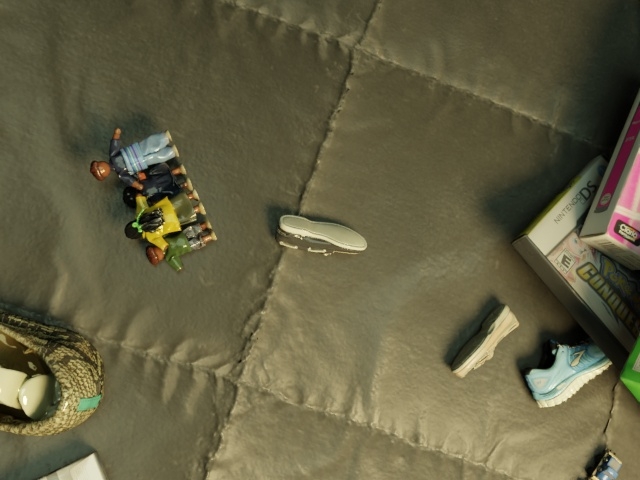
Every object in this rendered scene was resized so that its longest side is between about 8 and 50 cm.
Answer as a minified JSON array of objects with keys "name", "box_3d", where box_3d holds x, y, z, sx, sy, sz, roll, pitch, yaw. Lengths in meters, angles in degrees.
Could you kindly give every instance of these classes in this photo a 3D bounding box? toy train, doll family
[{"name":"toy train","box_3d":[0.358,0.349,0.884,0.027,0.036,0.158,40,74,0]},{"name":"doll family","box_3d":[-0.219,-0.054,0.851,0.111,0.076,0.193,-24,78,-10]}]

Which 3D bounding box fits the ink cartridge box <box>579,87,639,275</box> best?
[{"name":"ink cartridge box","box_3d":[0.509,-0.124,0.918,0.175,0.069,0.371,29,76,-11]}]

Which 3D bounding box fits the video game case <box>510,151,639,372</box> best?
[{"name":"video game case","box_3d":[0.429,0.038,0.932,0.248,0.035,0.275,-38,86,-33]}]

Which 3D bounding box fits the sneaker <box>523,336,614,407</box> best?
[{"name":"sneaker","box_3d":[0.351,0.160,0.913,0.162,0.063,0.073,-33,81,-17]}]

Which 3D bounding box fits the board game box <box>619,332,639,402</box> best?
[{"name":"board game box","box_3d":[0.506,0.140,0.843,0.316,0.064,0.242,40,75,-40]}]

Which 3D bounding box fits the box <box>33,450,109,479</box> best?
[{"name":"box","box_3d":[-0.322,0.352,0.755,0.186,0.038,0.145,-24,82,-16]}]

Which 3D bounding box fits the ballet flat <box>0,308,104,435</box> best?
[{"name":"ballet flat","box_3d":[-0.475,0.097,0.708,0.482,0.182,0.164,19,81,-6]}]

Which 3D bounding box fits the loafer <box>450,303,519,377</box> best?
[{"name":"loafer","box_3d":[0.230,0.144,0.904,0.039,0.045,0.125,45,71,-6]}]

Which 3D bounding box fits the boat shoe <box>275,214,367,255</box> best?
[{"name":"boat shoe","box_3d":[0.000,0.000,0.895,0.125,0.038,0.046,12,34,-13]}]
